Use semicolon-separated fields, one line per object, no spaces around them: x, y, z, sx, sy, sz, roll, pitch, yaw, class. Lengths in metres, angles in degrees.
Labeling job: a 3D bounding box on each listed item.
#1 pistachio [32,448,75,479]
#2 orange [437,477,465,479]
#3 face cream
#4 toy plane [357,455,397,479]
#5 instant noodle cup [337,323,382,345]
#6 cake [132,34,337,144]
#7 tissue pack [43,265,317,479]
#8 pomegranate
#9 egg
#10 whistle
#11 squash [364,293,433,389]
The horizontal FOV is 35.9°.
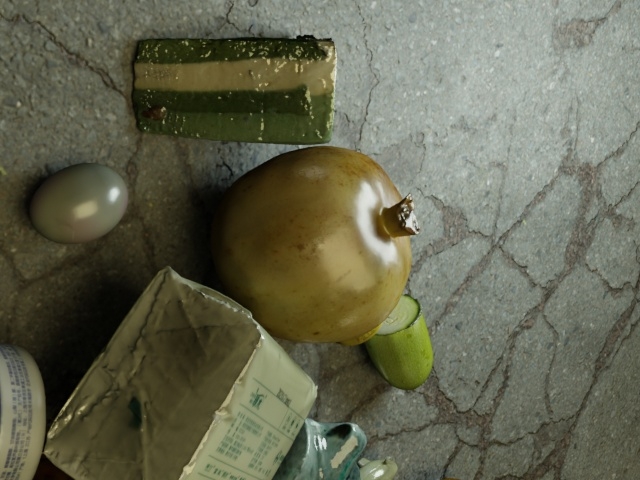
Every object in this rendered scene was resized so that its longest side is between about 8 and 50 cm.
-0.365;0.383;1.400;0.165;0.130;0.210;-34;114;-23;pistachio
0.251;0.559;1.914;0.206;0.206;0.206;-13;111;-36;orange
-0.430;0.230;1.247;0.111;0.206;0.206;8;98;-41;face cream
0.031;0.485;1.789;0.286;0.092;0.108;-30;146;-31;toy plane
0.035;0.095;1.635;0.151;0.151;0.122;-54;140;-13;instant noodle cup
-0.106;-0.215;1.404;0.283;0.172;0.158;-7;105;-36;cake
-0.171;0.242;1.377;0.297;0.207;0.380;-58;160;-14;tissue pack
0.000;0.000;1.450;0.319;0.319;0.319;-13;111;-36;pomegranate
-0.321;-0.049;1.318;0.135;0.103;0.103;-29;120;-29;egg
-0.093;0.445;1.599;0.405;0.188;0.168;-54;130;-13;whistle
0.142;0.190;1.765;0.123;0.123;0.187;-39;129;-24;squash
